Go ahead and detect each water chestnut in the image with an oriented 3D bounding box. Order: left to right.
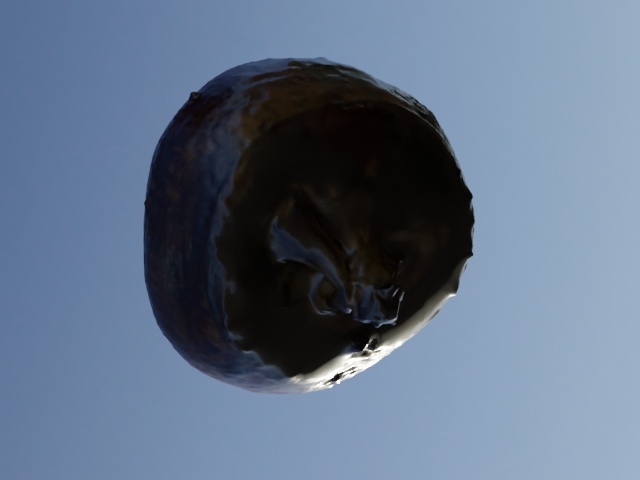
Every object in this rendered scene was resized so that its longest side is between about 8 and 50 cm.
[{"bbox_3d":[0.000,0.000,1.637,0.302,0.350,0.350,32,157,55],"label":"water chestnut"}]
